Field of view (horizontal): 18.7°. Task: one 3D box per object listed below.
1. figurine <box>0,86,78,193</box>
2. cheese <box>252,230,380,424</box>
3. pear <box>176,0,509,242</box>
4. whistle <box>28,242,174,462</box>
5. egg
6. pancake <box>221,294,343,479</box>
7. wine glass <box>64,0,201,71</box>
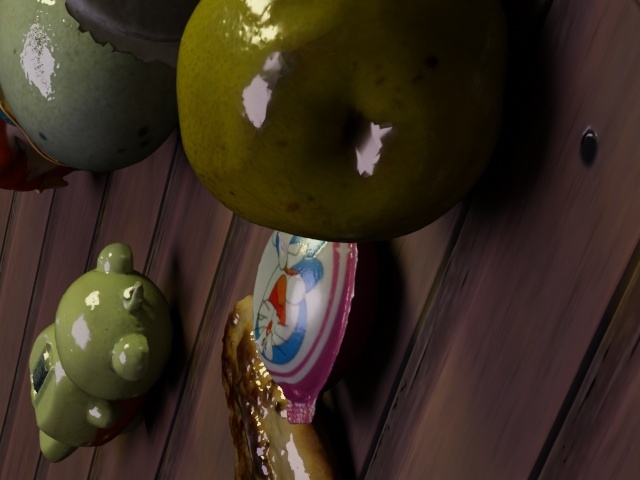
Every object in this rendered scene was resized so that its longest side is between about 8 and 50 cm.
[{"bbox_3d":[-0.287,-0.131,1.860,0.181,0.208,0.257,58,151,-4],"label":"figurine"},{"bbox_3d":[0.000,0.000,1.284,0.155,0.062,0.244,171,108,-70],"label":"cheese"},{"bbox_3d":[0.012,-0.090,1.091,0.198,0.198,0.198,-178,90,-69],"label":"pear"},{"bbox_3d":[-0.200,0.116,1.735,0.288,0.106,0.131,121,142,-50],"label":"whistle"},{"bbox_3d":[-0.193,-0.170,1.654,0.169,0.169,0.236,124,145,-55],"label":"egg"},{"bbox_3d":[-0.030,0.197,1.388,0.266,0.057,0.244,-110,21,-53],"label":"pancake"},{"bbox_3d":[-0.047,-0.258,1.205,0.323,0.238,0.238,152,118,-64],"label":"wine glass"}]
